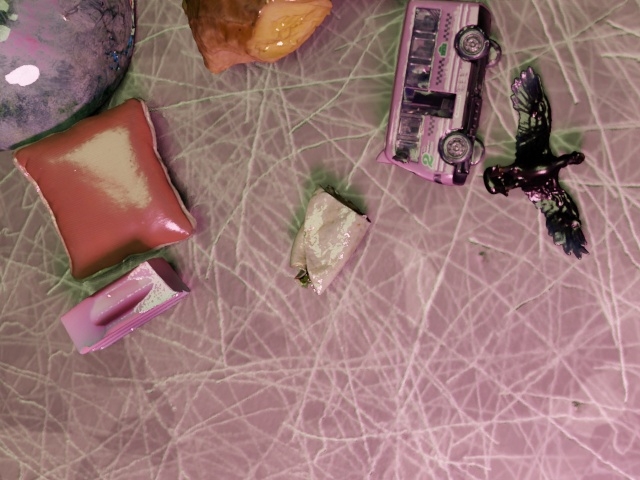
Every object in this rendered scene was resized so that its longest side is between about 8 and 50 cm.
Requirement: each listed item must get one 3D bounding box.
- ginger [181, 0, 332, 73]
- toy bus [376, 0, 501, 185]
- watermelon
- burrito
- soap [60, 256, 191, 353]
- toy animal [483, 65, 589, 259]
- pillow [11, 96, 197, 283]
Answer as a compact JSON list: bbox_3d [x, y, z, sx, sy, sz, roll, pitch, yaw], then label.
[{"bbox_3d":[-0.095,-0.320,1.424,0.219,0.123,0.270,-41,62,50],"label":"ginger"},{"bbox_3d":[0.130,-0.163,1.411,0.108,0.096,0.199,10,94,16],"label":"toy bus"},{"bbox_3d":[-0.331,-0.272,1.471,0.188,0.175,0.322,-8,93,14],"label":"watermelon"},{"bbox_3d":[0.003,0.001,1.477,0.074,0.044,0.118,31,98,12],"label":"burrito"},{"bbox_3d":[-0.227,0.074,1.506,0.149,0.100,0.056,-32,86,14],"label":"soap"},{"bbox_3d":[0.236,-0.079,1.418,0.108,0.062,0.220,-18,88,-5],"label":"toy animal"},{"bbox_3d":[-0.249,-0.059,1.512,0.171,0.075,0.179,-22,100,9],"label":"pillow"}]
